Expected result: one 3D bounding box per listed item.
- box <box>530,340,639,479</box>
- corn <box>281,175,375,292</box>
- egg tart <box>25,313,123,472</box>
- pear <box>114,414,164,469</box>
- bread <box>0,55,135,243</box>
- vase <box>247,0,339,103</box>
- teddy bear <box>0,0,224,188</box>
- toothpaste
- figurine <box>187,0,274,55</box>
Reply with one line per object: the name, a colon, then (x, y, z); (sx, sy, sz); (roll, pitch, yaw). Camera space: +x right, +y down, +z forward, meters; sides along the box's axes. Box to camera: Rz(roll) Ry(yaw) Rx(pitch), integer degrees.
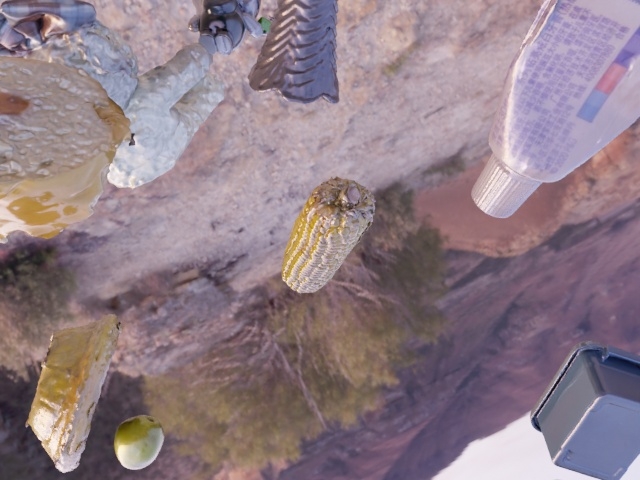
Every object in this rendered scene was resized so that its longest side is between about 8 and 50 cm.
box: (0.214, 0.134, 0.516); (0.054, 0.074, 0.099); (-73, -178, -60)
corn: (0.000, 0.000, 1.126); (0.115, 0.115, 0.318); (-18, 158, -26)
egg tart: (-0.436, 0.255, 1.177); (0.115, 0.290, 0.290); (16, 147, -17)
pear: (-0.321, 0.354, 1.186); (0.097, 0.092, 0.092); (-66, 163, -5)
bread: (-0.348, -0.106, 0.849); (0.211, 0.183, 0.224); (-5, 162, -27)
vase: (-0.009, -0.278, 0.736); (0.115, 0.115, 0.237); (-11, 123, -42)
teddy bear: (-0.340, -0.282, 1.074); (0.328, 0.375, 0.362); (-10, 132, 16)
toothpaste: (0.189, -0.119, 0.493); (0.099, 0.068, 0.282); (2, 141, -20)
figurine: (-0.159, -0.396, 1.167); (0.147, 0.192, 0.126); (-1, 146, 14)
